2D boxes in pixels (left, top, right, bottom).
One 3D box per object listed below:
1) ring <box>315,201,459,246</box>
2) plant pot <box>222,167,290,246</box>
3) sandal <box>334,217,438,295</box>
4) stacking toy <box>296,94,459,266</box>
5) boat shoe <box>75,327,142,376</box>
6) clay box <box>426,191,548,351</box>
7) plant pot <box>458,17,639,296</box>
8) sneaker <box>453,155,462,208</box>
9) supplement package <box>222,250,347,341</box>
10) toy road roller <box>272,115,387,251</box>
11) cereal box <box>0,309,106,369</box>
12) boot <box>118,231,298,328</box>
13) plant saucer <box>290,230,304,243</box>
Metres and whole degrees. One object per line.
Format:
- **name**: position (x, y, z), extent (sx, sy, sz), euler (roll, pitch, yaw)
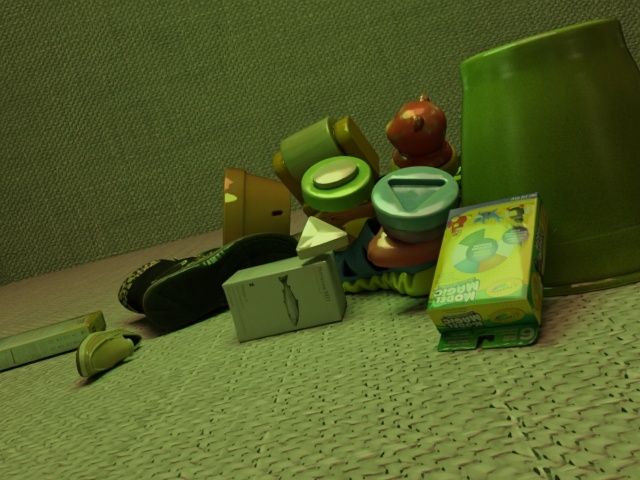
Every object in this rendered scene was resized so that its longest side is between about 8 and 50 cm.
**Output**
- **ring**: position (0.152, -0.030, 1.270), extent (0.337, 0.032, 0.336), euler (4, -15, 1)
- **plant pot**: position (-0.199, -0.079, 2.055), extent (0.203, 0.290, 0.291), euler (2, 6, -6)
- **sandal**: position (0.110, 0.020, 1.182), extent (0.126, 0.138, 0.317), euler (-23, 10, -37)
- **stacking toy**: position (0.089, -0.105, 1.061), extent (0.280, 0.130, 0.309), euler (-5, 41, 10)
- **boat shoe**: position (-0.363, 0.188, 1.145), extent (0.072, 0.068, 0.190), euler (-3, 8, 3)
- **clay box**: position (0.214, 0.037, 0.828), extent (0.127, 0.053, 0.222), euler (-12, 37, 31)
- **plant pot**: position (0.369, -0.138, 1.012), extent (0.366, 0.353, 0.366), euler (-14, 8, 2)
- **sneaker**: position (0.281, -0.100, 1.354), extent (0.385, 0.147, 0.145), euler (0, 56, 53)
- **supplement package**: position (-0.056, 0.091, 1.099), extent (0.179, 0.105, 0.105), euler (-14, 8, 11)
- **toy road roller**: position (0.046, -0.093, 1.498), extent (0.202, 0.329, 0.240), euler (-24, 36, 23)
- **cereal box**: position (-0.600, 0.218, 1.413), extent (0.240, 0.047, 0.173), euler (-16, 8, -8)
- **boot**: position (-0.255, 0.081, 1.461), extent (0.377, 0.138, 0.284), euler (-26, 12, -31)
- **plant saucer**: position (0.000, 0.000, 1.841), extent (0.311, 0.050, 0.310), euler (-14, 9, 2)
